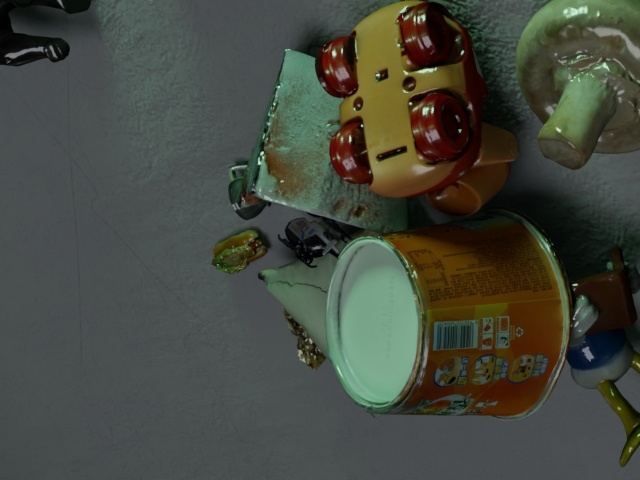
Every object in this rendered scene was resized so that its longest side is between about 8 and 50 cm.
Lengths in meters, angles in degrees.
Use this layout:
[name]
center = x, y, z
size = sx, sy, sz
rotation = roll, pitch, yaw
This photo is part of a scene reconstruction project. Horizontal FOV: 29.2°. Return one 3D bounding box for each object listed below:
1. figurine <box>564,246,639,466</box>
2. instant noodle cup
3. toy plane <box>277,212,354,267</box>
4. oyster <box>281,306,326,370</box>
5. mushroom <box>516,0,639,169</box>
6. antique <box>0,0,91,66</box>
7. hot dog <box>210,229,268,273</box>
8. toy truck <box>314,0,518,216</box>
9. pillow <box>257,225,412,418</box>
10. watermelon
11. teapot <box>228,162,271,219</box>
[figurine]
center = 0.330, 0.106, 1.660
size = 0.338, 0.204, 0.283
rotation = 32, 159, 21
[instant noodle cup]
center = 0.152, 0.100, 1.599
size = 0.296, 0.214, 0.296
rotation = 3, 94, 59
[toy plane]
center = 0.000, 0.001, 1.809
size = 0.053, 0.078, 0.197
rotation = 46, 173, -35
[oyster]
center = -0.019, 0.135, 2.037
size = 0.108, 0.053, 0.165
rotation = -14, 112, 31
[mushroom]
center = 0.309, -0.172, 1.390
size = 0.207, 0.215, 0.207
rotation = 24, 146, 17
[antique]
center = -0.506, -0.396, 1.783
size = 0.255, 0.185, 0.322
rotation = -7, 123, 31
[hot dog]
center = -0.137, 0.021, 2.016
size = 0.133, 0.041, 0.056
rotation = -21, 114, 45
[toy truck]
center = 0.139, -0.163, 1.565
size = 0.189, 0.239, 0.264
rotation = -15, 77, 39
[pillow]
center = 0.094, 0.117, 1.878
size = 0.312, 0.119, 0.310
rotation = -29, 106, 40
[watermelon]
center = -0.010, -0.077, 1.695
size = 0.289, 0.214, 0.320
rotation = 44, 135, 4
[teapot]
center = -0.108, -0.080, 1.895
size = 0.057, 0.066, 0.088
rotation = -21, 92, 24
